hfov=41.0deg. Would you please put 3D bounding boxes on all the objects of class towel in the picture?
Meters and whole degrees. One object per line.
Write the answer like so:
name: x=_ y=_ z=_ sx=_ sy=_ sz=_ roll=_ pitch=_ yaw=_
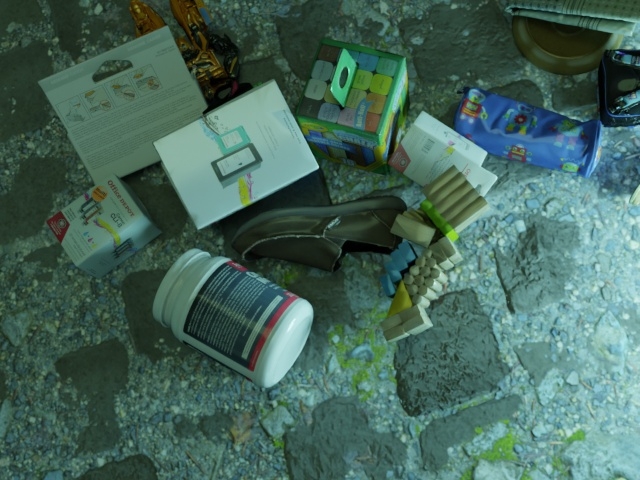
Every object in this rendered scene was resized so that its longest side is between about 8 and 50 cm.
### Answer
towel: x=0.593 y=-0.571 z=1.790 sx=0.324 sy=0.056 sz=0.312 roll=16 pitch=67 yaw=30

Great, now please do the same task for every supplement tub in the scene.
supplement tub: x=-0.170 y=0.149 z=1.679 sx=0.272 sy=0.191 sz=0.191 roll=28 pitch=80 yaw=14

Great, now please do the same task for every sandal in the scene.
sandal: x=-0.200 y=-0.314 z=1.831 sx=0.067 sy=0.179 sz=0.040 roll=-16 pitch=110 yaw=30

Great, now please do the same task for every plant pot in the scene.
plant pot: x=0.531 y=-0.467 z=1.828 sx=0.236 sy=0.032 sz=0.236 roll=-2 pitch=75 yaw=7

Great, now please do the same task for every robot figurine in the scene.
robot figurine: x=-0.308 y=-0.436 z=1.914 sx=0.211 sy=0.085 sz=0.291 roll=-30 pitch=73 yaw=1

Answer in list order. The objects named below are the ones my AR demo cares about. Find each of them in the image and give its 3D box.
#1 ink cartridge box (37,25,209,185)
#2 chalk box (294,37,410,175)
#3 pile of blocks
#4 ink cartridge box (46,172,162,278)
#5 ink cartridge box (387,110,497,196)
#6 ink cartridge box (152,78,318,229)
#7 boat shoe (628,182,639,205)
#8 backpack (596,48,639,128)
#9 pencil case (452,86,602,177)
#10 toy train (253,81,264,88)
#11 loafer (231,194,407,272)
ink cartridge box: x=-0.400 y=-0.287 z=1.815 sx=0.296 sy=0.066 sz=0.261 roll=-23 pitch=117 yaw=1
chalk box: x=0.069 y=-0.276 z=1.709 sx=0.179 sy=0.289 sz=0.180 roll=16 pitch=78 yaw=12
pile of blocks: x=0.207 y=0.032 z=1.691 sx=0.149 sy=0.113 sz=0.362 roll=27 pitch=89 yaw=20
ink cartridge box: x=-0.452 y=-0.030 z=1.802 sx=0.176 sy=0.127 sz=0.128 roll=-37 pitch=73 yaw=-4
ink cartridge box: x=0.252 y=-0.155 z=1.725 sx=0.198 sy=0.115 sz=0.067 roll=34 pitch=39 yaw=1
ink cartridge box: x=-0.167 y=-0.170 z=1.738 sx=0.270 sy=0.198 sz=0.197 roll=-27 pitch=94 yaw=1
boat shoe: x=0.671 y=-0.115 z=1.702 sx=0.135 sy=0.050 sz=0.045 roll=-45 pitch=68 yaw=-5
backpack: x=0.653 y=-0.306 z=1.722 sx=0.173 sy=0.117 sz=0.158 roll=-2 pitch=74 yaw=8
pencil case: x=0.417 y=-0.222 z=1.734 sx=0.306 sy=0.119 sz=0.133 roll=17 pitch=65 yaw=13
toy train: x=-0.158 y=-0.322 z=1.897 sx=0.083 sy=0.017 sz=0.023 roll=-32 pitch=83 yaw=-1
loafer: x=0.000 y=0.000 z=1.725 sx=0.366 sy=0.134 sz=0.130 roll=-10 pitch=73 yaw=6
